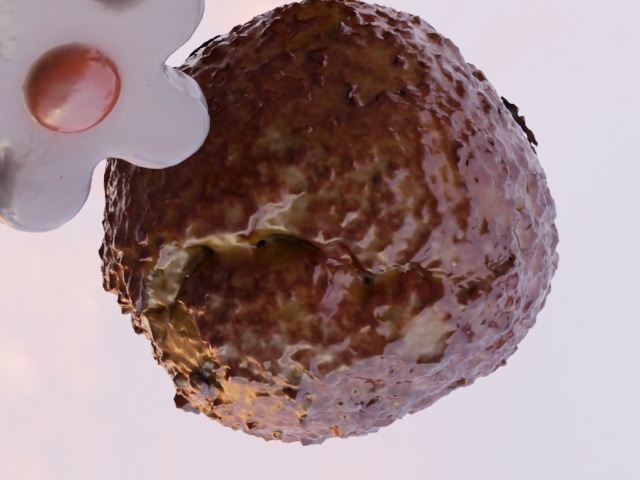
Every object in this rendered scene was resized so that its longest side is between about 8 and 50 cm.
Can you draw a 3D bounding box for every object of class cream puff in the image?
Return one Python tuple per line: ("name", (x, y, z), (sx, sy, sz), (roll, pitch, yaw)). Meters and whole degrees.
("cream puff", (-0.001, 0.000, 0.954), (0.240, 0.240, 0.164), (-51, -164, 28))

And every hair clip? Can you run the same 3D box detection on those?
("hair clip", (-0.093, -0.118, 0.753), (0.075, 0.146, 0.257), (-103, -149, -49))
